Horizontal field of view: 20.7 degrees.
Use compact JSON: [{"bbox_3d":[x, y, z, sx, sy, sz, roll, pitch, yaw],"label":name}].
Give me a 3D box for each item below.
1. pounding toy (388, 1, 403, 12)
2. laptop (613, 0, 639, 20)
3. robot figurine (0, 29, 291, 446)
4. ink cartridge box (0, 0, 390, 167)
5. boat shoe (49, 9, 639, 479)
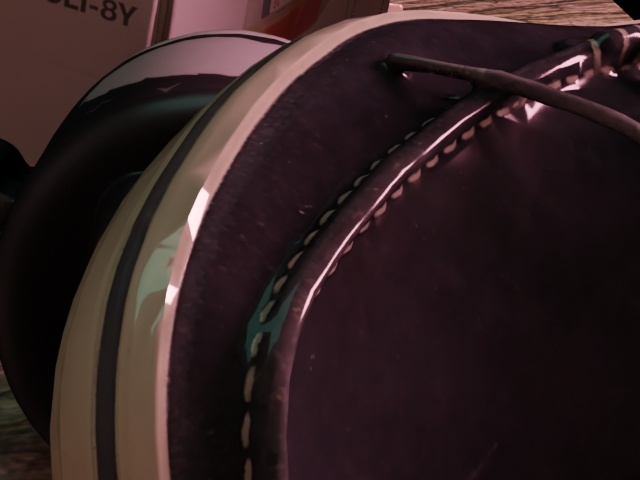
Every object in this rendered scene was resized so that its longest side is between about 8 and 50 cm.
[{"bbox_3d":[-0.019,-0.124,1.337,0.100,0.130,0.141,1,11,-26],"label":"pounding toy"},{"bbox_3d":[0.304,-0.236,1.025,0.236,0.382,0.408,-51,21,-1],"label":"laptop"},{"bbox_3d":[-0.040,0.004,0.719,0.173,0.209,0.278,-40,12,9],"label":"robot figurine"},{"bbox_3d":[-0.137,-0.178,1.024,0.279,0.160,0.384,18,26,15],"label":"ink cartridge box"},{"bbox_3d":[0.106,0.006,0.590,0.156,0.187,0.500,-1,11,37],"label":"boat shoe"}]
